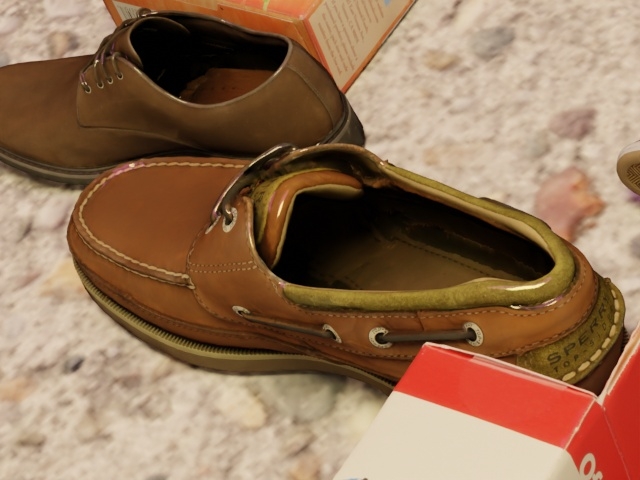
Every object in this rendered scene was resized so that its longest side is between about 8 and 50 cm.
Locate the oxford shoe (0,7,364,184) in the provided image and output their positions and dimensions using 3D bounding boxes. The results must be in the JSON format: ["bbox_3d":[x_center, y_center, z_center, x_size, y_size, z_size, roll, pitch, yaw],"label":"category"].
[{"bbox_3d":[-0.093,-0.083,0.966,0.227,0.096,0.083,0,52,27],"label":"oxford shoe"}]

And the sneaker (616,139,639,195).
[{"bbox_3d":[0.193,-0.052,0.844,0.118,0.042,0.067,-2,52,13],"label":"sneaker"}]

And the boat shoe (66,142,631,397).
[{"bbox_3d":[0.000,0.000,0.837,0.307,0.104,0.111,13,56,33],"label":"boat shoe"}]

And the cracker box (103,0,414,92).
[{"bbox_3d":[0.002,-0.193,1.045,0.155,0.067,0.232,18,60,35],"label":"cracker box"}]

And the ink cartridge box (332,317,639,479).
[{"bbox_3d":[0.051,0.135,0.667,0.078,0.134,0.231,16,57,35],"label":"ink cartridge box"}]
